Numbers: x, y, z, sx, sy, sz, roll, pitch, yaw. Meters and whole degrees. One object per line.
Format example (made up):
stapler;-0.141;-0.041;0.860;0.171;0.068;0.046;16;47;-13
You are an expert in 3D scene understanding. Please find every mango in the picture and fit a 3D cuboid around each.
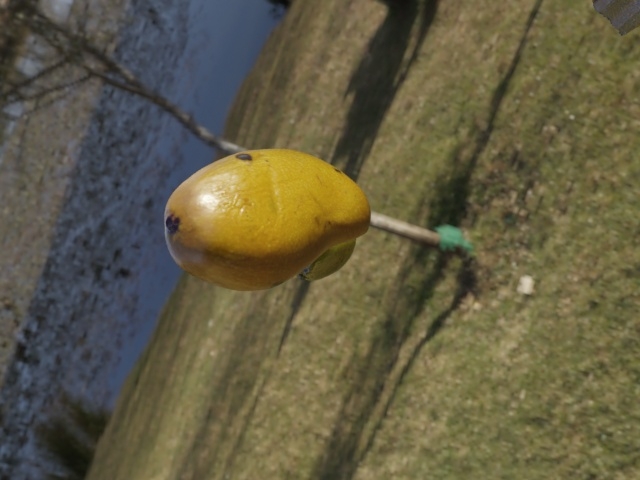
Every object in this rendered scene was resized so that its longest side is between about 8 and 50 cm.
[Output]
mango;-0.070;-0.028;1.316;0.120;0.295;0.177;-37;74;44

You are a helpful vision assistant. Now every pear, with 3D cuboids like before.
pear;0.000;0.000;1.527;0.107;0.107;0.131;11;81;70

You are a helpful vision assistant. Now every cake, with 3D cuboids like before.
cake;0.288;-0.221;0.904;0.065;0.052;0.121;-38;-1;-16
